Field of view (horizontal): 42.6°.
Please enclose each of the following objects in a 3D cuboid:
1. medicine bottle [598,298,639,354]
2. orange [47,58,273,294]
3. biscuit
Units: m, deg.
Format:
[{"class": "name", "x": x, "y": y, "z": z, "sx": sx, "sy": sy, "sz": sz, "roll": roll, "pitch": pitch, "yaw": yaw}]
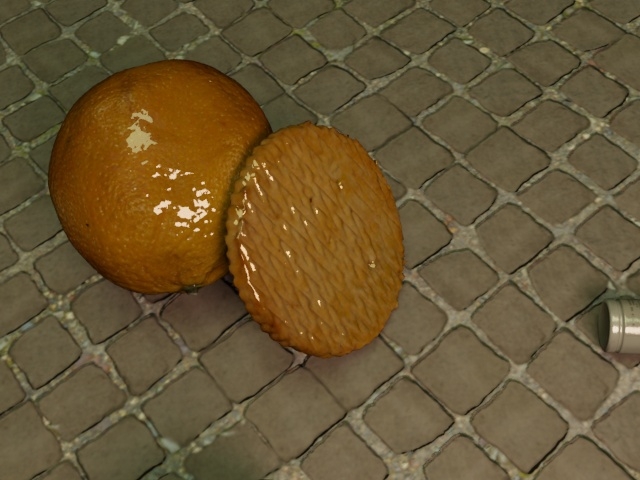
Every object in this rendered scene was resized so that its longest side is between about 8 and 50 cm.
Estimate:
[{"class": "medicine bottle", "x": 0.345, "y": 0.091, "z": 0.863, "sx": 0.091, "sy": 0.058, "sz": 0.058, "roll": 2, "pitch": 56, "yaw": 6}, {"class": "orange", "x": -0.167, "y": -0.066, "z": 0.907, "sx": 0.264, "sy": 0.264, "sz": 0.264, "roll": -3, "pitch": 56, "yaw": 4}, {"class": "biscuit", "x": 0.000, "y": 0.000, "z": 0.871, "sx": 0.035, "sy": 0.254, "sz": 0.254, "roll": -7, "pitch": 46, "yaw": 46}]
